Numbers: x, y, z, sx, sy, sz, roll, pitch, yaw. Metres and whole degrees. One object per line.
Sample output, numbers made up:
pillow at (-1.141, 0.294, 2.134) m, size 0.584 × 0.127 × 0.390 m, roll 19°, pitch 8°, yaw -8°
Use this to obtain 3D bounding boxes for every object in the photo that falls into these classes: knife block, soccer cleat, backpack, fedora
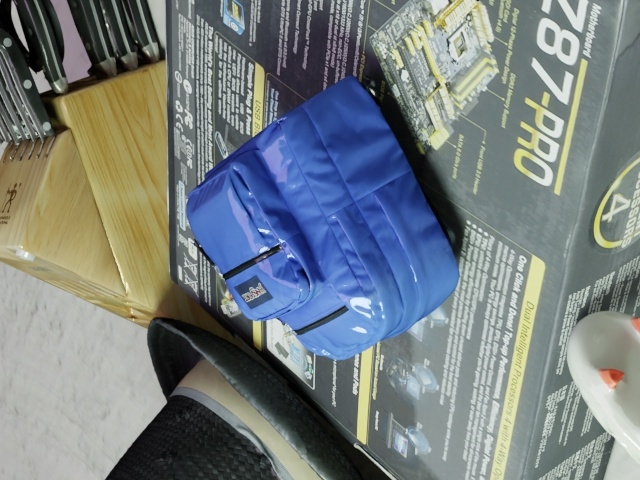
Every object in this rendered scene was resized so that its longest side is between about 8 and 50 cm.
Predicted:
knife block at (-0.136, -0.078, 1.132) m, size 0.275 × 0.242 × 0.088 m, roll 28°, pitch 165°, yaw -32°
soccer cleat at (0.191, 0.111, 0.770) m, size 0.196 × 0.068 × 0.076 m, roll 38°, pitch 150°, yaw 0°
backpack at (0.000, 0.000, 0.782) m, size 0.120 × 0.101 × 0.098 m, roll 57°, pitch 154°, yaw -2°
fedora at (-0.067, 0.213, 1.077) m, size 0.334 × 0.152 × 0.334 m, roll 45°, pitch 160°, yaw 22°

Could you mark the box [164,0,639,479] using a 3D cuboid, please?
box at (0.039, -0.053, 0.867) m, size 0.318 × 0.097 × 0.395 m, roll 40°, pitch 143°, yaw 34°
